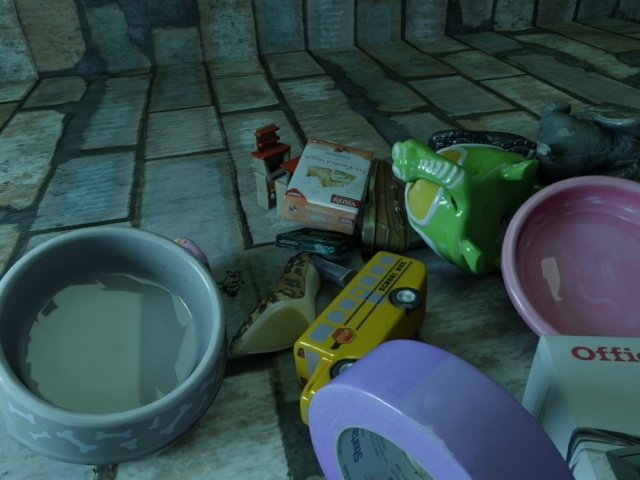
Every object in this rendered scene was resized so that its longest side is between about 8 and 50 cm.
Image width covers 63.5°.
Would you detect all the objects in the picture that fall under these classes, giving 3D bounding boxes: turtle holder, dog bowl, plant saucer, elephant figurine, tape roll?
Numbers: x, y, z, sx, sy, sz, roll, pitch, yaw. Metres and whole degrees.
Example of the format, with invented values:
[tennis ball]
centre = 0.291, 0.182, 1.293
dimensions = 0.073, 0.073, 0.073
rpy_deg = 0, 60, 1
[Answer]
[turtle holder]
centre = 0.262, -0.065, 0.976
dimensions = 0.320, 0.244, 0.227
rpy_deg = -9, 29, -36
[dog bowl]
centre = -0.297, 0.127, 0.743
dimensions = 0.348, 0.102, 0.349
rpy_deg = 12, 50, -15
[plant saucer]
centre = 0.461, 0.053, 0.843
dimensions = 0.331, 0.084, 0.332
rpy_deg = -2, 64, 4
[elephant figurine]
centre = 0.523, -0.174, 0.942
dimensions = 0.239, 0.169, 0.186
rpy_deg = 7, 63, 21
[tape roll]
centre = 0.110, 0.241, 0.516
dimensions = 0.090, 0.275, 0.274
rpy_deg = -28, 41, -32

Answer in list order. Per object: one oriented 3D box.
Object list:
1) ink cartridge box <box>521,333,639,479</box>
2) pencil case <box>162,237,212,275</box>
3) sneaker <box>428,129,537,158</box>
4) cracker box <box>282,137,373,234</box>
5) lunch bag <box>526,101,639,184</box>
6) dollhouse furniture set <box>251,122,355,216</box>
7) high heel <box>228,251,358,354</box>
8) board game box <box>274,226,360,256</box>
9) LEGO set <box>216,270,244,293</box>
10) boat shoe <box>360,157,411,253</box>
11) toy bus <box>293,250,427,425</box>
[ink cartridge box]
centre = 0.397, 0.288, 0.519
dimensions = 0.285, 0.166, 0.395
rpy_deg = 1, 33, 6
[pencil case]
centre = -0.324, 0.104, 0.901
dimensions = 0.124, 0.124, 0.284
rpy_deg = 22, 42, 33
[sneaker]
centre = 0.433, -0.250, 1.403
dimensions = 0.286, 0.109, 0.130
rpy_deg = 9, 28, 1
[cracker box]
centre = 0.021, -0.125, 1.136
dimensions = 0.155, 0.067, 0.232
rpy_deg = 13, 44, 4
[lunch bag]
centre = 0.646, -0.162, 1.131
dimensions = 0.255, 0.213, 0.305
rpy_deg = -21, 38, -35
[dollhouse furniture set]
centre = -0.062, -0.196, 1.313
dimensions = 0.262, 0.135, 0.259
rpy_deg = -30, 42, -34
[high heel]
centre = -0.077, 0.107, 0.930
dimensions = 0.261, 0.093, 0.186
rpy_deg = -31, 25, -25
[board game box]
centre = 0.000, 0.000, 1.038
dimensions = 0.126, 0.026, 0.186
rpy_deg = 8, 8, 16
[LEGO set]
centre = -0.173, 0.085, 1.008
dimensions = 0.054, 0.024, 0.083
rpy_deg = 9, 22, 14
[boat shoe]
centre = 0.151, -0.074, 1.154
dimensions = 0.104, 0.111, 0.307
rpy_deg = 6, 43, 5
[toy bus]
centre = 0.067, 0.150, 0.805
dimensions = 0.130, 0.108, 0.332
rpy_deg = 17, 39, 28
